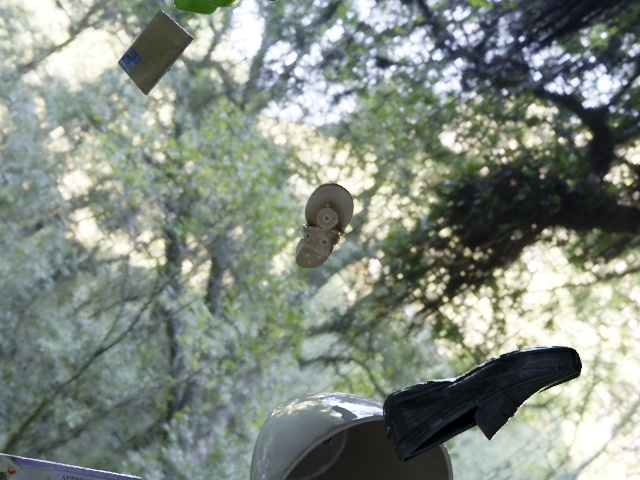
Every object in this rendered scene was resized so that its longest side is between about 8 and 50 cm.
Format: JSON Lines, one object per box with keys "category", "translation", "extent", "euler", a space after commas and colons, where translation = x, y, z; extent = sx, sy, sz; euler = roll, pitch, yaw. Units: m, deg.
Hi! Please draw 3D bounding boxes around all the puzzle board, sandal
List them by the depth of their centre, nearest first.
{"category": "puzzle board", "translation": [-0.221, -0.252, 1.247], "extent": [0.011, 0.096, 0.128], "euler": [36, 7, -39]}
{"category": "sandal", "translation": [0.006, 0.001, 1.664], "extent": [0.240, 0.088, 0.079], "euler": [113, -21, -53]}

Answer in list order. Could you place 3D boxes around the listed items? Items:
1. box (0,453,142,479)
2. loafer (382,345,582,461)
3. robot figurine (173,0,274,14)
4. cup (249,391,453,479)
{"category": "box", "translation": [-0.419, 0.355, 1.346], "extent": [0.067, 0.324, 0.063], "euler": [99, 1, -55]}
{"category": "loafer", "translation": [0.176, 0.175, 1.000], "extent": [0.076, 0.223, 0.078], "euler": [50, 21, -57]}
{"category": "robot figurine", "translation": [-0.067, -0.215, 0.670], "extent": [0.067, 0.115, 0.101], "euler": [-5, 56, -53]}
{"category": "cup", "translation": [0.016, 0.380, 1.532], "extent": [0.331, 0.331, 0.237], "euler": [61, -12, -29]}
